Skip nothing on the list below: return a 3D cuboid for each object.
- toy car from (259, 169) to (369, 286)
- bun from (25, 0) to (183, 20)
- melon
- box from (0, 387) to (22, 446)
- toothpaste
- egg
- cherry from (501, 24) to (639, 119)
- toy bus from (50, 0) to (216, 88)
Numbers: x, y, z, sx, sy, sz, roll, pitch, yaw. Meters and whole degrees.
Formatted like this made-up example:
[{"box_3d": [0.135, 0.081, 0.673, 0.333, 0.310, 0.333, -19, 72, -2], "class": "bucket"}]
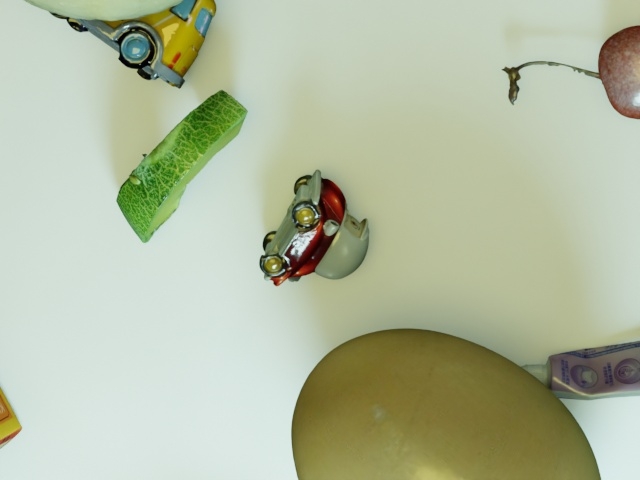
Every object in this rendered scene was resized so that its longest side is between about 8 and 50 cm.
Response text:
[{"box_3d": [0.000, 0.000, 1.894, 0.112, 0.112, 0.139, 28, 110, -10], "class": "toy car"}, {"box_3d": [-0.239, -0.431, 1.771, 0.364, 0.202, 0.364, 1, 64, -1], "class": "bun"}, {"box_3d": [-0.168, -0.091, 1.905, 0.064, 0.118, 0.209, 44, 96, 8], "class": "melon"}, {"box_3d": [-0.546, 0.228, 1.911, 0.259, 0.283, 0.214, -31, 89, 12], "class": "box"}, {"box_3d": [0.381, 0.146, 1.866, 0.301, 0.048, 0.075, -6, 77, 6], "class": "toothpaste"}, {"box_3d": [0.136, 0.263, 1.790, 0.374, 0.301, 0.301, 33, 100, 7], "class": "egg"}, {"box_3d": [0.325, -0.180, 1.823, 0.225, 0.090, 0.107, -14, 97, 18], "class": "cherry"}, {"box_3d": [-0.224, -0.283, 1.887, 0.209, 0.126, 0.136, 34, 91, 6], "class": "toy bus"}]
